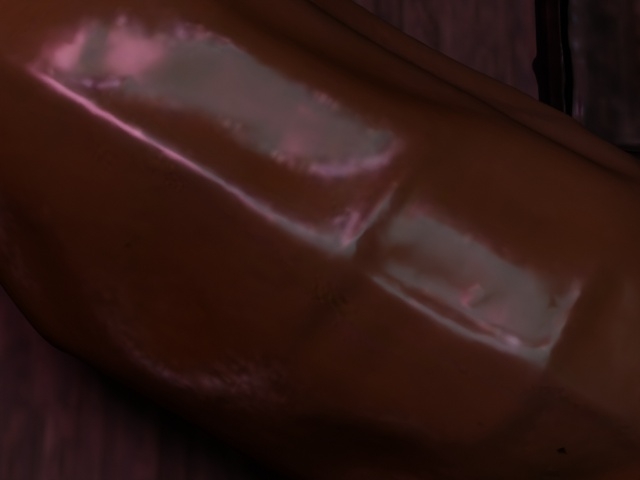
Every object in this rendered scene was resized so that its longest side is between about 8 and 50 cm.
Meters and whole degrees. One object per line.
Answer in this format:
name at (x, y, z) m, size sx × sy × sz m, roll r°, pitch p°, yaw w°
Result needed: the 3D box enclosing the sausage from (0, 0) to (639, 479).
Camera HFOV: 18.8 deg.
sausage at (0.000, 0.000, 0.507) m, size 0.241 × 0.136 × 0.120 m, roll 28°, pitch 69°, yaw 5°
